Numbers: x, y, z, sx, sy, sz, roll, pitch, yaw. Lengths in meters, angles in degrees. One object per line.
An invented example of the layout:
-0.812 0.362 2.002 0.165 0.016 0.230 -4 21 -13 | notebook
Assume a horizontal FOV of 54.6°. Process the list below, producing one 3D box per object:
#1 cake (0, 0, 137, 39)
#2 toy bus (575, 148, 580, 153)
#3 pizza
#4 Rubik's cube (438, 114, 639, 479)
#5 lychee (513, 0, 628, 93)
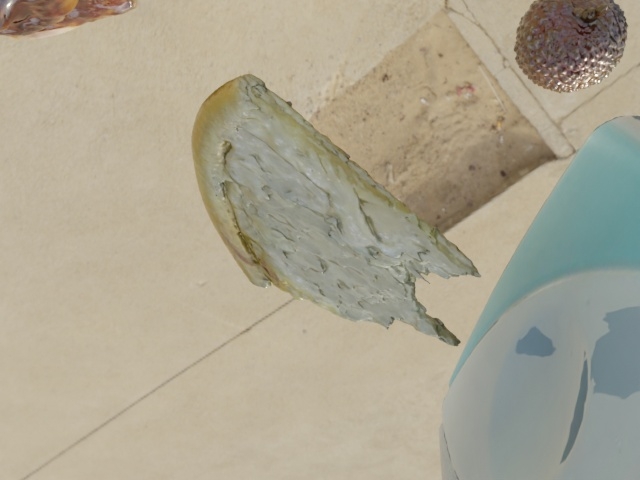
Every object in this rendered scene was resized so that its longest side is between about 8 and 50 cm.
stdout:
-0.293 -0.326 0.625 0.196 0.293 0.199 -8 169 6 | cake
0.652 -0.187 1.236 0.261 0.091 0.109 -21 170 35 | toy bus
0.000 0.000 0.477 0.262 0.034 0.181 36 139 9 | pizza
0.301 0.151 0.408 0.347 0.352 0.352 17 120 -4 | Rubik's cube
0.385 -0.312 0.956 0.165 0.165 0.197 -10 161 0 | lychee
